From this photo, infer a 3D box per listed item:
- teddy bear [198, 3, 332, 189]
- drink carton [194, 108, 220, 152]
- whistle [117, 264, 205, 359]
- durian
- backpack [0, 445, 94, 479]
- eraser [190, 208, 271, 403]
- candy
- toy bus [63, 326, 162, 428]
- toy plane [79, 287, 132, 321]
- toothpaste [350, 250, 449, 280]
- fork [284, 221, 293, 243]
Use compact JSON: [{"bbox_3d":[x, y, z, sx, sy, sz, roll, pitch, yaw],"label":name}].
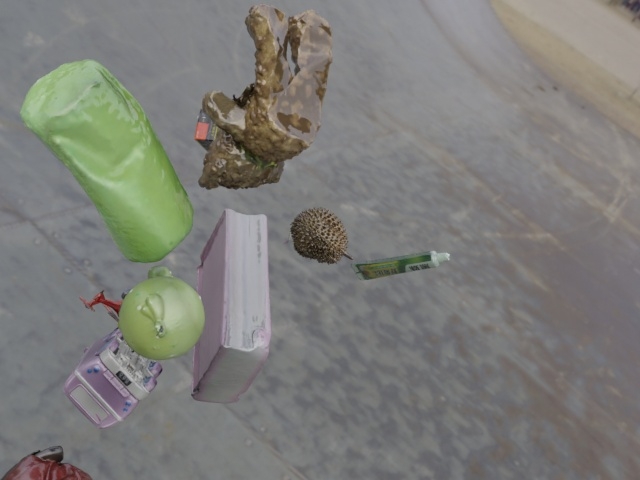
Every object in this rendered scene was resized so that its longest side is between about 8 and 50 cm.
[{"bbox_3d":[-0.100,-0.239,1.335,0.222,0.296,0.246,0,7,41],"label":"teddy bear"},{"bbox_3d":[-0.225,-0.227,1.683,0.056,0.071,0.166,6,-10,11],"label":"drink carton"},{"bbox_3d":[-0.270,0.116,1.271,0.141,0.141,0.294,23,-3,-19],"label":"whistle"},{"bbox_3d":[-0.002,0.002,1.459,0.140,0.110,0.071,34,25,8],"label":"durian"},{"bbox_3d":[-0.464,0.455,1.270,0.139,0.229,0.229,42,28,25],"label":"backpack"},{"bbox_3d":[-0.203,0.150,1.736,0.122,0.272,0.359,11,49,-21],"label":"eraser"},{"bbox_3d":[-0.294,-0.105,1.118,0.343,0.142,0.132,67,4,-52],"label":"candy"},{"bbox_3d":[-0.421,0.272,1.564,0.142,0.142,0.202,49,2,-11],"label":"toy bus"},{"bbox_3d":[-0.389,0.126,1.487,0.126,0.077,0.194,32,-6,46],"label":"toy plane"},{"bbox_3d":[0.154,0.047,1.481,0.049,0.204,0.031,57,38,-31],"label":"toothpaste"},{"bbox_3d":[-0.080,-0.017,1.988,0.012,0.115,0.016,23,59,-3],"label":"fork"}]
